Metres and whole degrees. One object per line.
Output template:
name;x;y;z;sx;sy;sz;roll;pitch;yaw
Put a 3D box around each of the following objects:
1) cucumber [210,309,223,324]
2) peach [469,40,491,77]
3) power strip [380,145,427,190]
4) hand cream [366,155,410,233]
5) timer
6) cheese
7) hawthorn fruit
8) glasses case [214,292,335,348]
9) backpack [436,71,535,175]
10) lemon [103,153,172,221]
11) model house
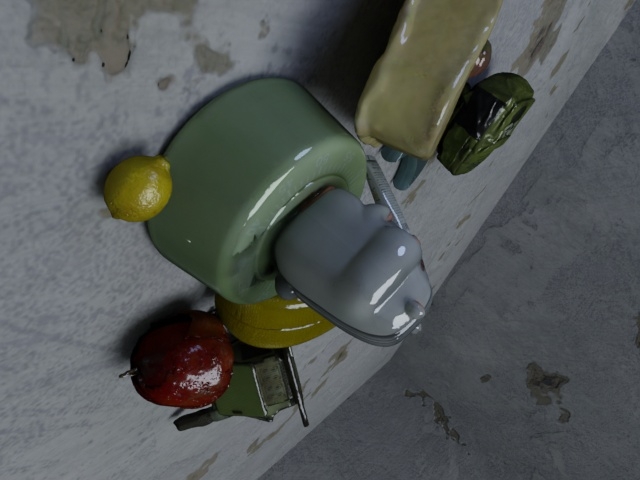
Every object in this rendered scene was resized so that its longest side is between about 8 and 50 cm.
cucumber;-0.226;0.199;0.809;0.181;0.053;0.053;-55;157;5
peach;0.276;-0.343;0.865;0.083;0.083;0.083;-41;156;-23
power strip;0.190;-0.193;0.982;0.137;0.044;0.216;-50;158;-2
hand cream;0.123;-0.074;0.885;0.042;0.194;0.067;-27;171;37
timer;0.000;0.000;0.572;0.291;0.315;0.290;-42;156;-24
cheese;0.145;-0.231;0.610;0.384;0.104;0.384;24;90;-83
hawthorn fruit;-0.213;0.180;0.688;0.172;0.148;0.148;-5;133;-38
glasses case;-0.012;0.068;0.836;0.371;0.173;0.141;-27;146;-44
backpack;0.371;-0.273;1.089;0.207;0.140;0.253;-26;154;-46
lemon;-0.183;-0.054;0.470;0.083;0.062;0.062;-47;158;0
model house;-0.182;0.284;0.949;0.279;0.218;0.205;-14;-167;-7
